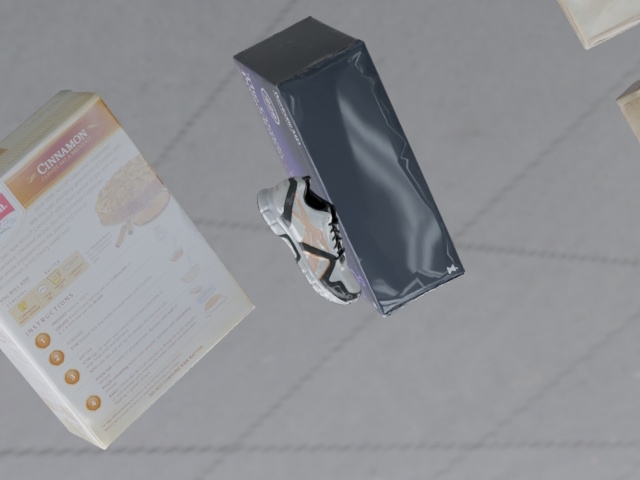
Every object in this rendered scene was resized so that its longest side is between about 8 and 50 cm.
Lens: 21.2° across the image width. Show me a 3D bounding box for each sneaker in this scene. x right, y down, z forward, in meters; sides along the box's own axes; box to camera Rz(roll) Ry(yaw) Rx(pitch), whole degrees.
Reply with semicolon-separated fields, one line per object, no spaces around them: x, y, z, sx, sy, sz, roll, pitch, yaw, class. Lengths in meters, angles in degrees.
0.000;0.000;1.249;0.044;0.040;0.109;-31;107;19;sneaker

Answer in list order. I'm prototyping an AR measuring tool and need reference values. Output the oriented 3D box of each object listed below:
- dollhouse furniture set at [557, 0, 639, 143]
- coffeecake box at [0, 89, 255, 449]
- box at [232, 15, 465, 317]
0.353;-0.285;1.492;0.174;0.303;0.355;-24;-171;41;dollhouse furniture set
-0.155;0.018;1.117;0.142;0.068;0.185;-43;114;-19;coffeecake box
0.026;-0.077;1.708;0.103;0.184;0.261;-29;110;-10;box
